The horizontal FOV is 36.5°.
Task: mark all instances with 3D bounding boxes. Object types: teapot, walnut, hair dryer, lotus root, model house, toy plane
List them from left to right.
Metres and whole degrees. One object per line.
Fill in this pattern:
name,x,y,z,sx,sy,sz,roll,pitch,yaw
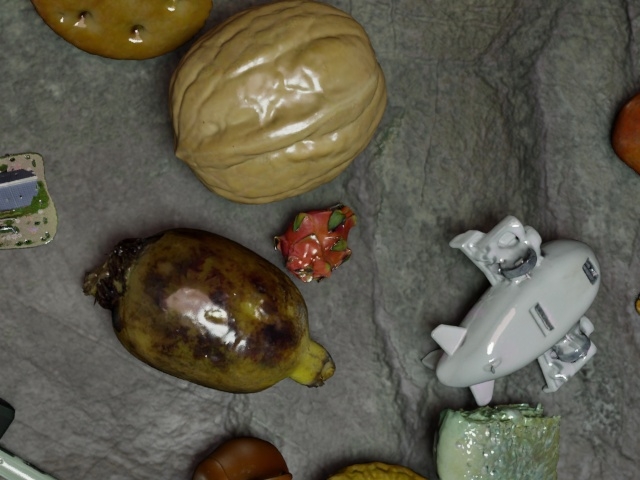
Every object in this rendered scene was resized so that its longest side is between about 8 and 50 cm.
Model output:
model house,-0.391,-0.042,1.103,0.166,0.088,0.117,-9,87,-10
hair dryer,-0.340,0.262,1.115,0.197,0.057,0.100,37,81,-14
lotus root,-0.120,0.083,1.112,0.314,0.141,0.170,24,79,-7
teapot,-0.098,0.282,1.105,0.116,0.173,0.116,13,67,-32
walnut,-0.052,-0.158,1.113,0.260,0.225,0.225,-27,91,-12
toy plane,0.238,0.090,1.185,0.252,0.118,0.252,-4,101,-20

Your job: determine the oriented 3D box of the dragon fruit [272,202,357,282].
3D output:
dragon fruit,0.001,-0.002,1.171,0.081,0.086,0.116,30,70,32

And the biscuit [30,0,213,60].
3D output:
biscuit,-0.227,-0.303,1.094,0.220,0.221,0.066,5,49,-9

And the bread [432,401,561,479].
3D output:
bread,0.228,0.270,1.163,0.172,0.064,0.232,-45,121,-23

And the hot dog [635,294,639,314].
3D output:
hot dog,0.466,0.106,1.259,0.133,0.041,0.056,30,81,-6

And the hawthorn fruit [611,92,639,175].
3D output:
hawthorn fruit,0.446,-0.139,1.237,0.125,0.140,0.125,17,63,-35

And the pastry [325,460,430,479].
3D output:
pastry,0.070,0.343,1.101,0.188,0.189,0.103,6,128,-9
